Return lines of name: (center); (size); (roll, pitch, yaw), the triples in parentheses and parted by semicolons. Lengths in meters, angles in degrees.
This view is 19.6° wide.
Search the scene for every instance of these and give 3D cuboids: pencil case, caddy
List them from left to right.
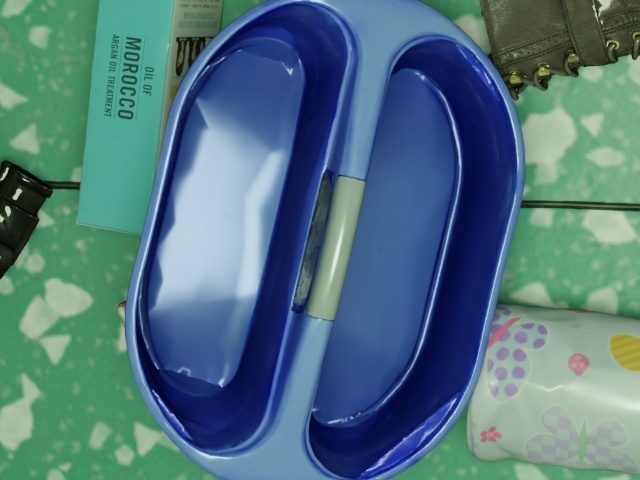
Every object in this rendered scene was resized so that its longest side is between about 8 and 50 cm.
caddy: (0.000, 0.000, 1.242); (0.241, 0.179, 0.341); (12, 92, -8)
pencil case: (0.236, 0.114, 1.266); (0.273, 0.113, 0.124); (8, 141, 15)

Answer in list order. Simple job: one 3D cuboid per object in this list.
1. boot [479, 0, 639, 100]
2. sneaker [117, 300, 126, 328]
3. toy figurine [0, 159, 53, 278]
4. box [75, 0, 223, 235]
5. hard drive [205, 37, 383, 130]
boot: (0.225, -0.141, 1.262); (0.229, 0.091, 0.263); (-17, 87, 24)
sneaker: (-0.069, 0.082, 1.384); (0.170, 0.063, 0.074); (3, 108, 13)
toy figurine: (-0.328, -0.029, 1.368); (0.209, 0.213, 0.148); (31, 91, 10)
box: (-0.120, -0.131, 1.352); (0.060, 0.100, 0.244); (10, 99, 17)
hard drive: (-0.021, -0.093, 1.351); (0.135, 0.022, 0.094); (7, 98, 2)
